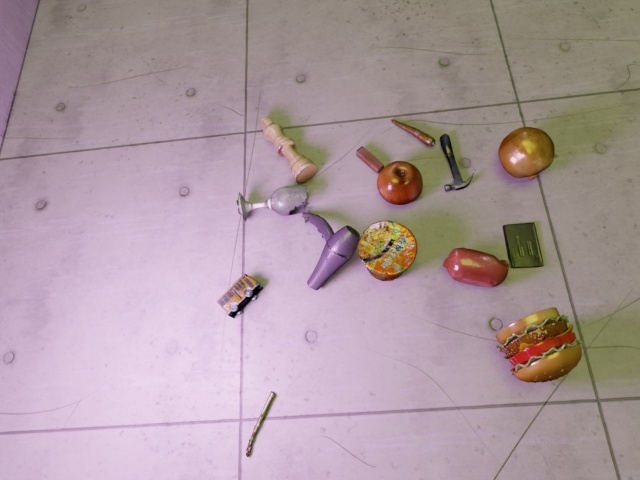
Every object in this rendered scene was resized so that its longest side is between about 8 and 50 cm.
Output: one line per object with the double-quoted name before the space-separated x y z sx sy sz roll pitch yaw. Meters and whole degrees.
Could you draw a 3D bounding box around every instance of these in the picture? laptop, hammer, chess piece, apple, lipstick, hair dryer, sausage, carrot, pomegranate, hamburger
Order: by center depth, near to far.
"hamburger" 0.780 0.387 1.554 0.274 0.274 0.212 -20 61 -1
"sausage" 0.620 0.108 1.752 0.254 0.148 0.148 14 71 11
"laptop" 0.842 0.019 1.828 0.135 0.016 0.198 -5 68 6
"hair dryer" 0.000 0.000 1.874 0.301 0.121 0.361 -54 43 22
"pomegranate" 0.874 -0.377 1.876 0.232 0.233 0.234 -2 68 6
"apple" 0.346 -0.254 1.915 0.200 0.162 0.202 -3 68 8
"hammer" 0.603 -0.363 1.994 0.136 0.037 0.290 -10 68 3
"lipstick" 0.230 -0.374 2.039 0.045 0.045 0.145 -40 71 -11
"carrot" 0.436 -0.515 2.074 0.254 0.049 0.049 37 77 22
"chess piece" -0.173 -0.446 2.083 0.117 0.117 0.397 -35 67 -7

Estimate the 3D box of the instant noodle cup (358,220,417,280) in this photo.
"instant noodle cup" 0.271 0.057 1.789 0.229 0.182 0.231 -2 68 6

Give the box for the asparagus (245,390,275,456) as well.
"asparagus" -0.233 0.701 1.682 0.024 0.025 0.249 33 70 -27

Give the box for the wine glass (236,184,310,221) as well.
"wine glass" -0.207 -0.171 1.958 0.320 0.143 0.144 -9 68 3

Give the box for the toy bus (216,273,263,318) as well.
"toy bus" -0.337 0.228 1.845 0.103 0.091 0.182 42 80 19
